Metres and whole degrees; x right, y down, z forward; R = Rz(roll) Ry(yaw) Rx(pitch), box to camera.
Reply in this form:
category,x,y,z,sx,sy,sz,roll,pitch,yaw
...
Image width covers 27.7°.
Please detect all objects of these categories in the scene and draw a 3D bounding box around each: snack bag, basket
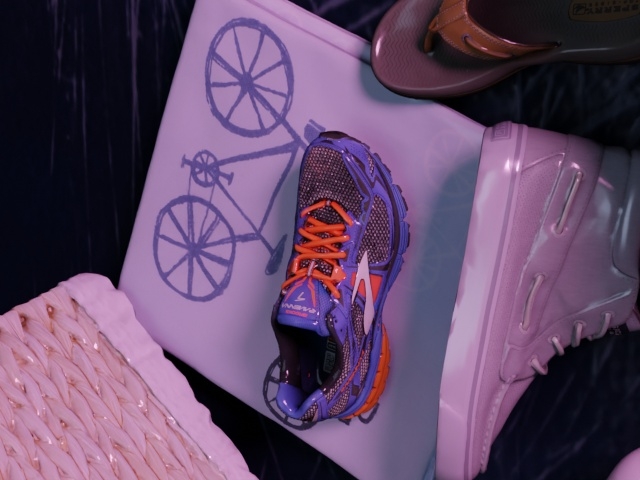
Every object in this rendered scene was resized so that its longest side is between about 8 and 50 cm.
category,x,y,z,sx,sy,sz,roll,pitch,yaw
snack bag,0.000,0.000,0.997,0.342,0.037,0.323,31,117,24
basket,-0.242,0.266,1.067,0.331,0.266,0.328,50,133,19

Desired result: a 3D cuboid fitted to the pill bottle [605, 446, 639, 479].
category,x,y,z,sx,sy,sz,roll,pitch,yaw
pill bottle,0.195,0.296,0.824,0.181,0.181,0.323,39,120,24

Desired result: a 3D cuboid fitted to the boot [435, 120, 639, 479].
category,x,y,z,sx,sy,sz,roll,pitch,yaw
boot,0.148,0.056,0.850,0.123,0.095,0.258,10,113,6

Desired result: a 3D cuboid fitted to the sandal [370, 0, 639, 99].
category,x,y,z,sx,sy,sz,roll,pitch,yaw
sandal,0.124,-0.143,0.842,0.219,0.060,0.090,1,82,33

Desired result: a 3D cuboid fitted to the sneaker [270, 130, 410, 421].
category,x,y,z,sx,sy,sz,roll,pitch,yaw
sneaker,0.008,0.033,0.923,0.083,0.087,0.221,8,107,32
